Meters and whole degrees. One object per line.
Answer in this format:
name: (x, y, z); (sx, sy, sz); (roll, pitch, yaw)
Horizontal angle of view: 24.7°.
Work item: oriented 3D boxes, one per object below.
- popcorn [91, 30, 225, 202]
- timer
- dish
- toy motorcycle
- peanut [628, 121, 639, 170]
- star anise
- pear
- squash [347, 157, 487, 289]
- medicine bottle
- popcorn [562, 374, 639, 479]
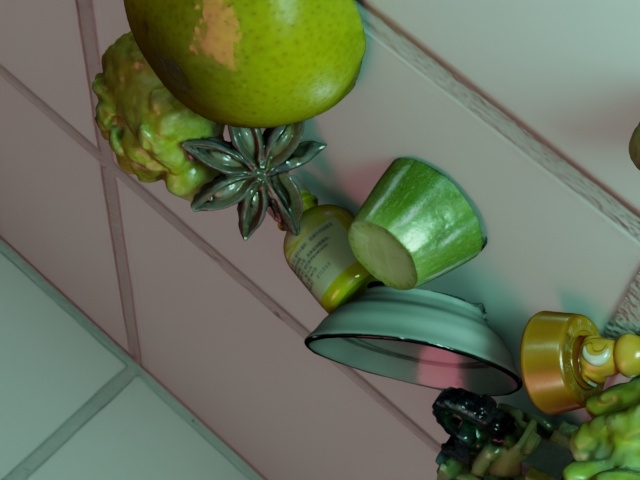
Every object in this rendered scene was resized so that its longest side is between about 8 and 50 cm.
popcorn: (-0.217, -0.184, 2.126); (0.233, 0.192, 0.266); (-11, 103, 57)
timer: (0.343, 0.146, 1.799); (0.152, 0.132, 0.132); (-9, 125, 38)
dish: (0.137, 0.130, 2.050); (0.316, 0.106, 0.316); (12, 165, 3)
toy motorcycle: (0.274, 0.354, 2.172); (0.237, 0.168, 0.410); (25, 155, 21)
peanut: (0.371, -0.088, 1.347); (0.214, 0.099, 0.099); (20, 146, 51)
star anise: (-0.101, -0.105, 2.041); (0.197, 0.212, 0.073); (14, -162, -13)
pear: (-0.124, -0.266, 1.806); (0.340, 0.191, 0.386); (38, 156, 22)
squash: (0.121, -0.014, 1.905); (0.170, 0.123, 0.170); (34, 150, 23)
medicine bottle: (0.000, 0.000, 2.132); (0.212, 0.122, 0.122); (50, 161, 22)
popcorn: (0.414, 0.287, 1.667); (0.312, 0.312, 0.312); (38, 157, 20)
